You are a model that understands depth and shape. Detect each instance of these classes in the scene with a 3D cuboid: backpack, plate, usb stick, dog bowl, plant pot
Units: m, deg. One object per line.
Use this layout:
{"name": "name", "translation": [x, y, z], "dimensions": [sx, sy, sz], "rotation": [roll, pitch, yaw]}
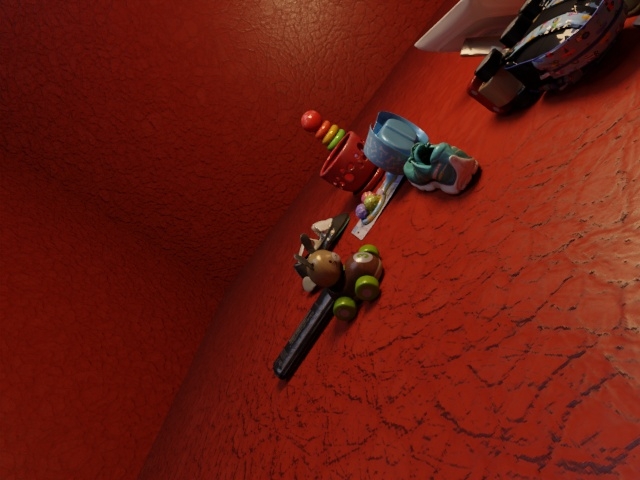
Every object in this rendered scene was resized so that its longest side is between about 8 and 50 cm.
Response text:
{"name": "backpack", "translation": [0.412, -0.333, 0.655], "dimensions": [0.158, 0.117, 0.173], "rotation": [-54, 12, 3]}
{"name": "plate", "translation": [0.414, -0.524, 0.982], "dimensions": [0.277, 0.278, 0.045], "rotation": [-167, 67, -78]}
{"name": "usb stick", "translation": [-0.028, 0.222, 1.018], "dimensions": [0.277, 0.045, 0.077], "rotation": [-55, 19, -2]}
{"name": "dog bowl", "translation": [0.210, -0.275, 1.140], "dimensions": [0.074, 0.166, 0.297], "rotation": [-61, 0, 34]}
{"name": "plant pot", "translation": [0.117, -0.255, 1.413], "dimensions": [0.191, 0.174, 0.191], "rotation": [-51, 13, 16]}

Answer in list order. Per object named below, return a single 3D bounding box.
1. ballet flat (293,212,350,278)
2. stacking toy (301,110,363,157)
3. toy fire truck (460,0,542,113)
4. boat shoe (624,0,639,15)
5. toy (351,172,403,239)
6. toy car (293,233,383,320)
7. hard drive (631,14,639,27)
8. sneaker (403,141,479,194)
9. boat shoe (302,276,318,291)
{"name": "ballet flat", "translation": [0.000, 0.000, 1.368], "dimensions": [0.280, 0.096, 0.095], "rotation": [-59, 13, -19]}
{"name": "stacking toy", "translation": [0.061, -0.435, 1.726], "dimensions": [0.141, 0.330, 0.141], "rotation": [-51, 13, 16]}
{"name": "toy fire truck", "translation": [0.385, -0.389, 0.866], "dimensions": [0.217, 0.159, 0.246], "rotation": [-55, 3, 5]}
{"name": "boat shoe", "translation": [0.491, -0.409, 0.601], "dimensions": [0.069, 0.081, 0.228], "rotation": [-42, -2, 16]}
{"name": "toy", "translation": [0.156, -0.123, 1.202], "dimensions": [0.237, 0.056, 0.137], "rotation": [-54, 12, 4]}
{"name": "toy car", "translation": [0.029, 0.056, 0.904], "dimensions": [0.149, 0.188, 0.155], "rotation": [-48, 14, 29]}
{"name": "hard drive", "translation": [0.489, -0.297, 0.423], "dimensions": [0.172, 0.054, 0.254], "rotation": [-51, 12, 19]}
{"name": "sneaker", "translation": [0.245, -0.177, 0.889], "dimensions": [0.107, 0.110, 0.275], "rotation": [-55, 12, 3]}
{"name": "boat shoe", "translation": [-0.013, 0.122, 1.229], "dimensions": [0.043, 0.049, 0.137], "rotation": [-13, -17, -33]}
